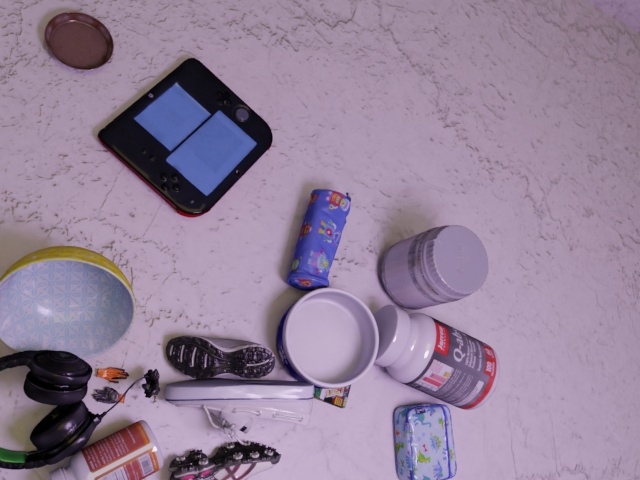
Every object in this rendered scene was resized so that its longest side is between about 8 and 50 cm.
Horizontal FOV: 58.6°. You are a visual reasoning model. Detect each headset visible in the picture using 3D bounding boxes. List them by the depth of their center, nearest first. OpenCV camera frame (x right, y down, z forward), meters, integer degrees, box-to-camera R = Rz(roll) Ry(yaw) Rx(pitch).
[{"bbox_3d":[-0.555,0.345,1.241,0.394,0.185,0.243,-6,100,-13],"label":"headset"}]

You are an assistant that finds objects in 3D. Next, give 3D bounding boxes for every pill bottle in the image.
[{"bbox_3d":[-0.468,0.497,1.252,0.216,0.121,0.121,-21,87,-30],"label":"pill bottle"},{"bbox_3d":[0.318,0.336,1.652,0.363,0.210,0.210,27,66,-19],"label":"pill bottle"}]

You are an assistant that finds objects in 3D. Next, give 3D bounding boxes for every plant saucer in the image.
[{"bbox_3d":[-0.633,-0.518,1.498,0.168,0.029,0.168,8,72,-25],"label":"plant saucer"}]

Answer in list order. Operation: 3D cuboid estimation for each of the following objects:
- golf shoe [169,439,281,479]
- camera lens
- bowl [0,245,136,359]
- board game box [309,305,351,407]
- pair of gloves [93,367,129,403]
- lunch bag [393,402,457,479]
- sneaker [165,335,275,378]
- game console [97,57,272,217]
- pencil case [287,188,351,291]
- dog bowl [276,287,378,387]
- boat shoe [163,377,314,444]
[{"bbox_3d":[-0.229,0.565,1.385,0.273,0.105,0.120,-2,95,-24],"label":"golf shoe"},{"bbox_3d":[0.329,0.083,1.689,0.219,0.274,0.219,8,73,-26],"label":"camera lens"},{"bbox_3d":[-0.563,0.113,1.268,0.289,0.289,0.156,9,30,-25],"label":"bowl"},{"bbox_3d":[0.043,0.328,1.617,0.136,0.030,0.260,24,66,-17],"label":"board game box"},{"bbox_3d":[-0.494,0.342,1.345,0.074,0.010,0.083,12,74,-26],"label":"pair of gloves"},{"bbox_3d":[0.306,0.584,1.650,0.176,0.090,0.219,6,75,-29],"label":"lunch bag"},{"bbox_3d":[-0.253,0.294,1.442,0.271,0.108,0.100,9,90,-9],"label":"sneaker"},{"bbox_3d":[-0.349,-0.284,1.564,0.342,0.060,0.386,44,61,-11],"label":"game console"},{"bbox_3d":[0.000,0.000,1.633,0.133,0.119,0.306,29,64,-29],"label":"pencil case"},{"bbox_3d":[0.018,0.266,1.545,0.265,0.104,0.265,6,72,-18],"label":"dog bowl"},{"bbox_3d":[-0.199,0.424,1.398,0.367,0.136,0.156,5,84,-16],"label":"boat shoe"}]
